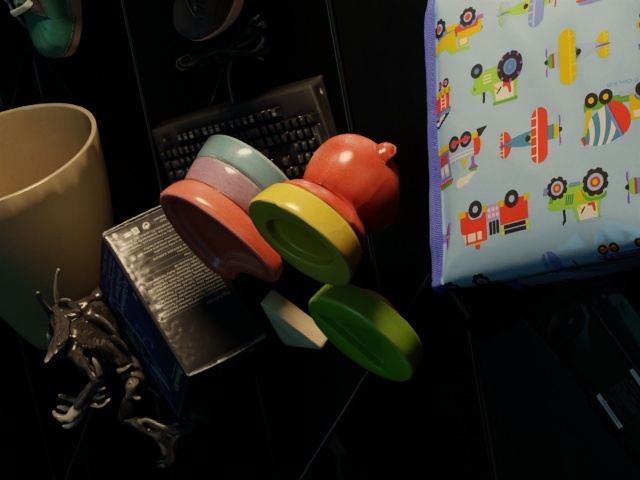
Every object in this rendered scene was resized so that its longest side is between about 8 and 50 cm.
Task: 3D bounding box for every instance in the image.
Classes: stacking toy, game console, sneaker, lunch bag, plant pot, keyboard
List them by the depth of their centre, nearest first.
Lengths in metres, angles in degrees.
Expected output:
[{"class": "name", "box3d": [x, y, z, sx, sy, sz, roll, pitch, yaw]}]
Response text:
[{"class": "lunch bag", "box3d": [0.191, -0.120, 1.003, 0.221, 0.138, 0.293, -14, 80, 42]}, {"class": "game console", "box3d": [0.228, 0.071, 1.132, 0.361, 0.044, 0.213, 57, 140, 18]}, {"class": "sneaker", "box3d": [-0.145, -0.273, 1.330, 0.086, 0.163, 0.226, 59, 142, 10]}, {"class": "stacking toy", "box3d": [0.000, 0.000, 1.345, 0.309, 0.130, 0.279, 11, 146, 51]}, {"class": "keyboard", "box3d": [-0.098, -0.136, 1.440, 0.317, 0.033, 0.202, -8, 99, 50]}, {"class": "sneaker", "box3d": [-0.397, -0.371, 1.618, 0.108, 0.121, 0.302, -8, 100, 52]}, {"class": "plant pot", "box3d": [-0.374, 0.000, 1.687, 0.256, 0.256, 0.274, 21, 138, 44]}]

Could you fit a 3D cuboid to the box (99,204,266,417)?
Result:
[{"class": "box", "box3d": [-0.169, 0.083, 1.529, 0.207, 0.108, 0.153, 56, 157, 18]}]

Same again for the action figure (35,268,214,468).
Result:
[{"class": "action figure", "box3d": [-0.274, 0.169, 1.623, 0.141, 0.164, 0.276, -36, 104, 33]}]
